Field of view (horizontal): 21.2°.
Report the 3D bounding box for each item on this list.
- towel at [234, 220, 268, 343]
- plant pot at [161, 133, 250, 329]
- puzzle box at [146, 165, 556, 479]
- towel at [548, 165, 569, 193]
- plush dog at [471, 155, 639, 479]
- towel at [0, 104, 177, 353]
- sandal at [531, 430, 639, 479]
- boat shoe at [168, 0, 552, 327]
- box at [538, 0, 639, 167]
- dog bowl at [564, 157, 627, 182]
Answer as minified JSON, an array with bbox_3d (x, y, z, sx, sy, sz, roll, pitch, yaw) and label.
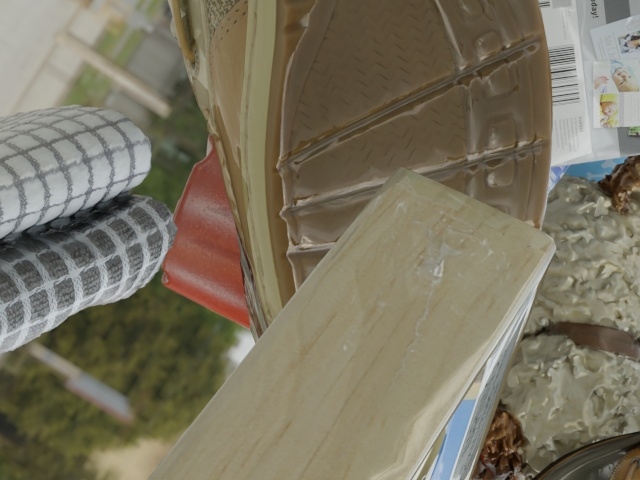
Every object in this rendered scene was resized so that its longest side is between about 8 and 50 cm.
[{"bbox_3d":[-0.016,0.083,1.227,0.329,0.037,0.237,88,-13,-61],"label":"towel"},{"bbox_3d":[0.000,0.000,1.692,0.272,0.265,0.272,22,90,-86],"label":"plant pot"},{"bbox_3d":[-0.049,0.206,0.505,0.272,0.052,0.409,-51,161,-42],"label":"puzzle box"},{"bbox_3d":[0.087,-0.149,1.007,0.040,0.243,0.336,-35,-171,49],"label":"towel"},{"bbox_3d":[0.170,0.074,1.148,0.210,0.262,0.225,-32,-130,53],"label":"plush dog"},{"bbox_3d":[-0.253,0.022,0.954,0.283,0.121,0.235,-7,-165,40],"label":"towel"},{"bbox_3d":[0.209,0.162,1.046,0.219,0.090,0.060,-22,-164,2],"label":"sandal"},{"bbox_3d":[0.002,-0.097,0.627,0.110,0.121,0.341,13,-70,59],"label":"boat shoe"},{"bbox_3d":[0.188,-0.119,0.851,0.038,0.186,0.145,-82,163,-72],"label":"box"},{"bbox_3d":[0.187,-0.153,1.237,0.074,0.297,0.166,-14,-135,31],"label":"dog bowl"}]
